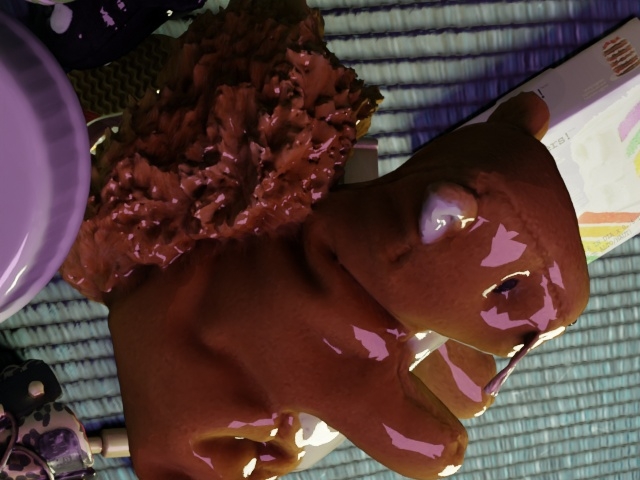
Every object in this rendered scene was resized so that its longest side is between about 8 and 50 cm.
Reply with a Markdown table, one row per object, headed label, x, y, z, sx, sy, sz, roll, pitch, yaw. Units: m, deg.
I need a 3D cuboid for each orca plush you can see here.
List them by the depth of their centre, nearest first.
| label | x | y | z | sx | sy | sz | roll | pitch | yaw |
| --- | --- | --- | --- | --- | --- | --- | --- | --- | --- |
| orca plush | -0.091 | -0.209 | 1.492 | 0.287 | 0.102 | 0.151 | -28 | 144 | 0 |

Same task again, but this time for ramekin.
| label | x | y | z | sx | sy | sz | roll | pitch | yaw |
| --- | --- | --- | --- | --- | --- | --- | --- | --- | --- |
| ramekin | -0.309 | -0.049 | 1.389 | 0.277 | 0.277 | 0.135 | -30 | -174 | 3 |

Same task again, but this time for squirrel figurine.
| label | x | y | z | sx | sy | sz | roll | pitch | yaw |
| --- | --- | --- | --- | --- | --- | --- | --- | --- | --- |
| squirrel figurine | 0.000 | 0.000 | 1.462 | 0.370 | 0.397 | 0.281 | -38 | 180 | 41 |

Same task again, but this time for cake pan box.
| label | x | y | z | sx | sy | sz | roll | pitch | yaw |
| --- | --- | --- | --- | --- | --- | --- | --- | --- | --- |
| cake pan box | 0.244 | -0.069 | 1.910 | 0.267 | 0.070 | 0.246 | -31 | 142 | 5 |

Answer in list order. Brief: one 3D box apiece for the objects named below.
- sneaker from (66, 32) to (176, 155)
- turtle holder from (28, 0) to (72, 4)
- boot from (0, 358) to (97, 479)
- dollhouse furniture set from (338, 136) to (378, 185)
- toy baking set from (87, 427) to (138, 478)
| label | x | y | z | sx | sy | sz | roll | pitch | yaw |
| --- | --- | --- | --- | --- | --- | --- | --- | --- | --- |
| sneaker | -0.180 | -0.103 | 1.606 | 0.185 | 0.069 | 0.084 | -33 | 160 | 8 |
| turtle holder | -0.109 | -0.298 | 1.268 | 0.243 | 0.227 | 0.320 | -11 | 141 | -23 |
| boot | -0.340 | 0.221 | 1.702 | 0.284 | 0.138 | 0.377 | -23 | -171 | -13 |
| dollhouse furniture set | -0.070 | -0.004 | 1.767 | 0.242 | 0.161 | 0.212 | 2 | 139 | -3 |
| toy baking set | -0.188 | 0.253 | 2.059 | 0.256 | 0.030 | 0.196 | -5 | 144 | -19 |
